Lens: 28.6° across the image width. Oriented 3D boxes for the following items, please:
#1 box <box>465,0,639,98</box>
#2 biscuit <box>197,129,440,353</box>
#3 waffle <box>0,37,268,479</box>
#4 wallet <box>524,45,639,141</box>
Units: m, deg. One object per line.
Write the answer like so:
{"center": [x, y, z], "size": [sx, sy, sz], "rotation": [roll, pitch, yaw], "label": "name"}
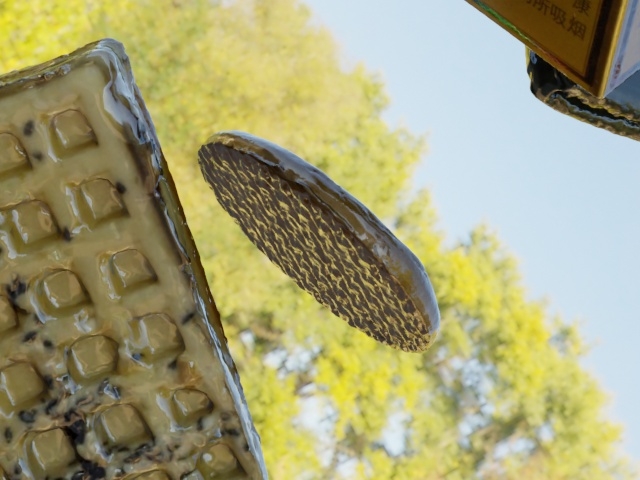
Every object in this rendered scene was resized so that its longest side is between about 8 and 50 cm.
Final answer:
{"center": [0.166, -0.263, 0.842], "size": [0.193, 0.084, 0.301], "rotation": [42, -24, 25], "label": "box"}
{"center": [0.000, -0.001, 1.054], "size": [0.262, 0.037, 0.262], "rotation": [39, -15, 13], "label": "biscuit"}
{"center": [-0.214, 0.062, 0.963], "size": [0.114, 0.261, 0.376], "rotation": [-128, -160, -73], "label": "waffle"}
{"center": [0.244, -0.198, 1.076], "size": [0.052, 0.169, 0.245], "rotation": [-47, -145, 48], "label": "wallet"}
